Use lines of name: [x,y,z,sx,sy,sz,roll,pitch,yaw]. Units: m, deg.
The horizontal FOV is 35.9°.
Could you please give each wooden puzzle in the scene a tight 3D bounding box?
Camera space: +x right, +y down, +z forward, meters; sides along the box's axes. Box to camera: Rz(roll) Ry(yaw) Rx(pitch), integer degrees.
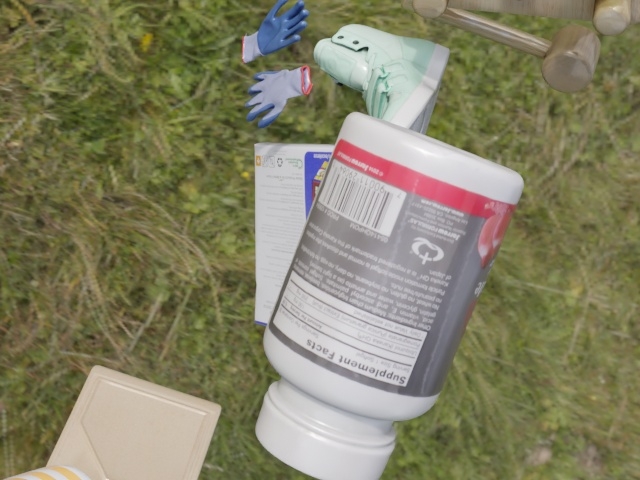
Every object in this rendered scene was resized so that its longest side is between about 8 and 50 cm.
wooden puzzle: [-0.289,0.316,1.542,0.239,0.221,0.044,-74,-177,-49]

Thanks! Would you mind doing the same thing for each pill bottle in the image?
pill bottle: [0.051,0.057,0.919,0.176,0.176,0.318,13,102,-39]

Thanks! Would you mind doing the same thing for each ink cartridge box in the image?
ink cartridge box: [0.000,0.000,1.568,0.072,0.303,0.307,-8,101,-38]

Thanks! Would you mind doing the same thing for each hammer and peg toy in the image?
hammer and peg toy: [0.202,-0.293,0.998,0.361,0.266,0.127,85,19,-48]

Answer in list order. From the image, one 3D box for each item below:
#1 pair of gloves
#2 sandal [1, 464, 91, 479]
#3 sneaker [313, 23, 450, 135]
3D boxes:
pair of gloves: [-0.069,-0.278,1.530,0.023,0.159,0.198,12,70,-41]
sandal: [-0.206,0.217,0.788,0.265,0.102,0.076,23,73,-59]
sneaker: [0.053,-0.165,1.117,0.256,0.151,0.094,-66,171,-55]
